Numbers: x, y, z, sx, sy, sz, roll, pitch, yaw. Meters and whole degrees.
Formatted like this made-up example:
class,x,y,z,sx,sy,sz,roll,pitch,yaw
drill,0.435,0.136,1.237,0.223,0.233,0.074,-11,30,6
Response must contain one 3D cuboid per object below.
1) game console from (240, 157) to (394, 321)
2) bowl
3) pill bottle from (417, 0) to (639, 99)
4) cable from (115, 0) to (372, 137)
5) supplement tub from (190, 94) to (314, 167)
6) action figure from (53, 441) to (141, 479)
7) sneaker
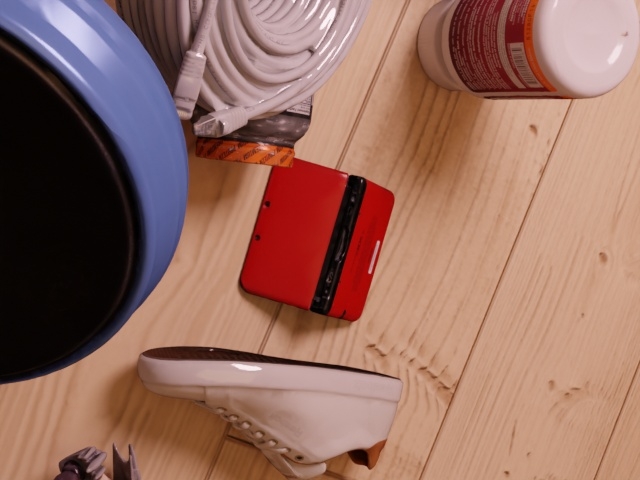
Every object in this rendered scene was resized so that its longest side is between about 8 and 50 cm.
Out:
class,x,y,z,sx,sy,sz,roll,pitch,yaw
game console,0.000,0.000,1.119,0.124,0.085,0.144,19,87,-60
bowl,-0.292,-0.045,0.773,0.391,0.391,0.077,45,32,-25
pill bottle,0.197,-0.200,1.080,0.121,0.221,0.121,-4,98,-28
cable,-0.044,-0.220,0.841,0.257,0.089,0.257,-20,125,-53
supplement tub,-0.060,-0.166,1.006,0.117,0.117,0.190,5,94,-29
action figure,-0.254,0.278,0.970,0.285,0.099,0.185,-2,92,-31
sneaker,-0.046,0.174,1.061,0.290,0.106,0.123,13,87,-30
